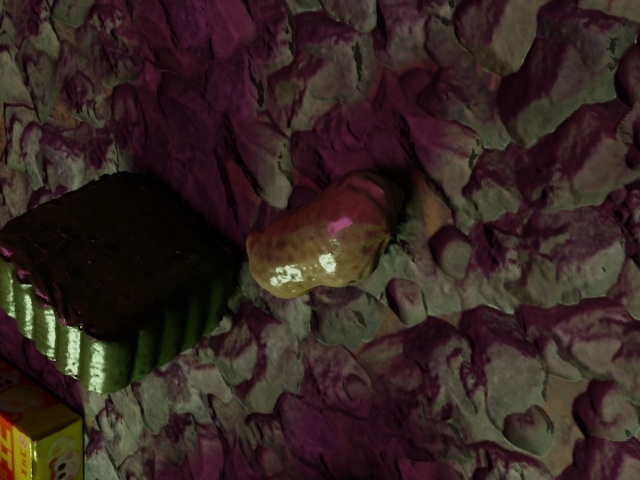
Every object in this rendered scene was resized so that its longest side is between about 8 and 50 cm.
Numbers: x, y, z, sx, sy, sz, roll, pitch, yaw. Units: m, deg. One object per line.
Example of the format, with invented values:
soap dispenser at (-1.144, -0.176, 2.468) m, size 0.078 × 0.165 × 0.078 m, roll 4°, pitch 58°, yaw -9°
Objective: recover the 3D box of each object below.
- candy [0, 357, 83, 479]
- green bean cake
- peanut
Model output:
candy at (-0.439, 0.246, 1.850) m, size 0.276 × 0.088 × 0.146 m, roll 27°, pitch 125°, yaw 36°
green bean cake at (-0.216, 0.041, 1.435) m, size 0.200 × 0.214 × 0.113 m, roll 42°, pitch 139°, yaw 24°
peanut at (0.000, 0.000, 1.282) m, size 0.214 × 0.099 × 0.099 m, roll -21°, pitch 92°, yaw 47°
